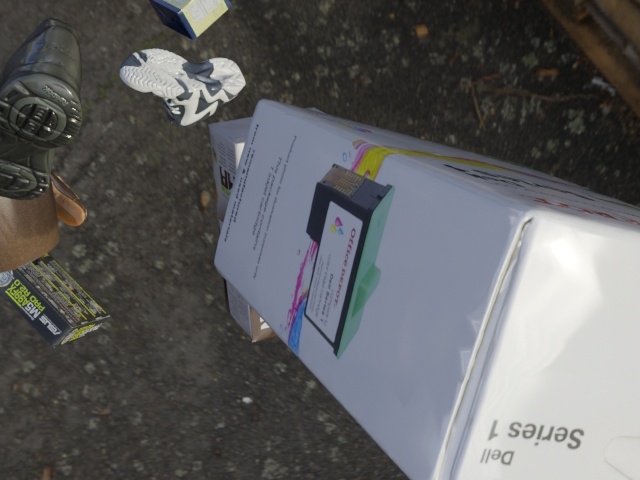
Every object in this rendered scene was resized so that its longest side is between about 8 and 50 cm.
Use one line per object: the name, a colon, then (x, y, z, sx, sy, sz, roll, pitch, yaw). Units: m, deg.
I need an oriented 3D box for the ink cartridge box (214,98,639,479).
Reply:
ink cartridge box: (0.088, 0.021, 0.464, 0.201, 0.278, 0.117, 11, 102, -26)

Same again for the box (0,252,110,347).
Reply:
box: (-0.577, 0.093, 1.836, 0.270, 0.216, 0.060, 45, 95, 3)

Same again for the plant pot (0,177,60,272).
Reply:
plant pot: (-0.473, -0.078, 1.272, 0.215, 0.215, 0.230, -21, 110, 3)

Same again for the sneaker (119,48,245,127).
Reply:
sneaker: (-0.265, -0.256, 1.584, 0.153, 0.235, 0.094, -43, 68, 42)

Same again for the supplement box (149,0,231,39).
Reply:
supplement box: (-0.196, -0.358, 1.342, 0.083, 0.056, 0.083, -46, 53, -14)

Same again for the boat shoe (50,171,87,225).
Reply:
boat shoe: (-0.610, -0.114, 2.005, 0.073, 0.073, 0.207, -39, 109, 5)

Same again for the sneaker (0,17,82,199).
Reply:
sneaker: (-0.333, -0.141, 1.016, 0.109, 0.286, 0.130, 23, 55, -31)

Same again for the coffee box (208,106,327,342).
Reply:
coffee box: (-0.045, -0.021, 1.068, 0.141, 0.098, 0.246, -12, 115, -23)
